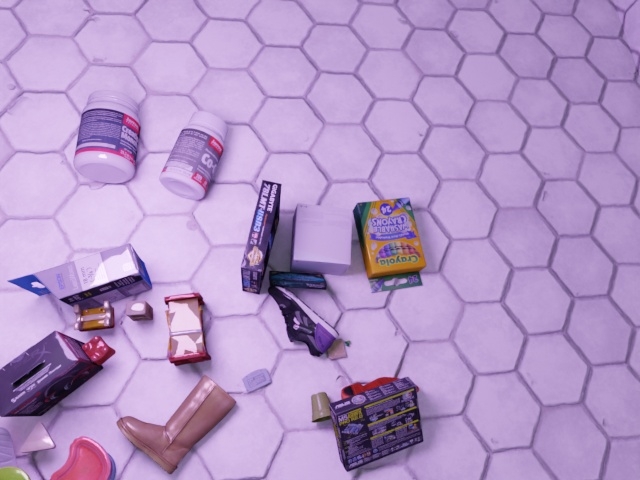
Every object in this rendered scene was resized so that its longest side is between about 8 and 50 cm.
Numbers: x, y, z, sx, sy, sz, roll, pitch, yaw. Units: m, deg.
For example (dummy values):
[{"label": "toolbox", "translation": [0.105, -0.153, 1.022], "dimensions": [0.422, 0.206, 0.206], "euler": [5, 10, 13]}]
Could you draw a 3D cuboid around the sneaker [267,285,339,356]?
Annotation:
[{"label": "sneaker", "translation": [-0.082, 0.265, 1.597], "dimensions": [0.283, 0.107, 0.124], "euler": [40, 76, 6]}]

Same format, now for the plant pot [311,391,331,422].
[{"label": "plant pot", "translation": [0.003, 0.525, 1.536], "dimensions": [0.084, 0.083, 0.079], "euler": [-8, 61, -12]}]

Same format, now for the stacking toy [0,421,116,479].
[{"label": "stacking toy", "translation": [-0.748, 0.686, 1.340], "dimensions": [0.280, 0.130, 0.308], "euler": [31, 58, 6]}]

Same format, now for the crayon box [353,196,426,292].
[{"label": "crayon box", "translation": [0.252, 0.012, 1.748], "dimensions": [0.203, 0.083, 0.322], "euler": [-7, 73, -12]}]

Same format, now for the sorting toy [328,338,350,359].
[{"label": "sorting toy", "translation": [0.065, 0.362, 1.632], "dimensions": [0.084, 0.012, 0.061], "euler": [-10, 68, -9]}]

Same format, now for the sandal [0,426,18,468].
[{"label": "sandal", "translation": [-0.884, 0.647, 1.341], "dimensions": [0.102, 0.076, 0.264], "euler": [-2, 82, -33]}]

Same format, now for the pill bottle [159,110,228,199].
[{"label": "pill bottle", "translation": [-0.435, -0.301, 1.702], "dimensions": [0.162, 0.161, 0.283], "euler": [19, 69, -3]}]

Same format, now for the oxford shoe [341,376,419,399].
[{"label": "oxford shoe", "translation": [0.192, 0.512, 1.575], "dimensions": [0.272, 0.097, 0.098], "euler": [-2, 104, -17]}]

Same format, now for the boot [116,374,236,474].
[{"label": "boot", "translation": [-0.430, 0.518, 1.461], "dimensions": [0.236, 0.089, 0.269], "euler": [43, 70, -6]}]

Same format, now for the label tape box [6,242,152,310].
[{"label": "label tape box", "translation": [-0.705, 0.135, 1.465], "dimensions": [0.334, 0.240, 0.105], "euler": [-19, 77, -14]}]

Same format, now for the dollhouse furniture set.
[{"label": "dollhouse furniture set", "translation": [-0.537, 0.287, 1.485], "dimensions": [0.375, 0.152, 0.201], "euler": [-5, 72, -10]}]

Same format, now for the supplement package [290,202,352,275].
[{"label": "supplement package", "translation": [0.000, 0.000, 1.674], "dimensions": [0.195, 0.149, 0.202], "euler": [6, 70, -7]}]

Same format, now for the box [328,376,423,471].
[{"label": "box", "translation": [0.177, 0.565, 1.498], "dimensions": [0.270, 0.060, 0.216], "euler": [-16, 107, -14]}]

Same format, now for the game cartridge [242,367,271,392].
[{"label": "game cartridge", "translation": [-0.205, 0.446, 1.557], "dimensions": [0.083, 0.017, 0.055], "euler": [-20, 79, -16]}]

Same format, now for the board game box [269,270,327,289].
[{"label": "board game box", "translation": [-0.079, 0.132, 1.631], "dimensions": [0.187, 0.126, 0.026], "euler": [5, 100, -8]}]

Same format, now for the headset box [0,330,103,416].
[{"label": "headset box", "translation": [-0.761, 0.373, 1.342], "dimensions": [0.218, 0.293, 0.110], "euler": [-39, 81, -20]}]

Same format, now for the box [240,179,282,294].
[{"label": "box", "translation": [-0.191, -0.001, 1.567], "dimensions": [0.074, 0.295, 0.293], "euler": [11, 69, -3]}]

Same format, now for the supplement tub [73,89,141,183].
[{"label": "supplement tub", "translation": [-0.722, -0.350, 1.657], "dimensions": [0.191, 0.191, 0.271], "euler": [2, 71, -9]}]
